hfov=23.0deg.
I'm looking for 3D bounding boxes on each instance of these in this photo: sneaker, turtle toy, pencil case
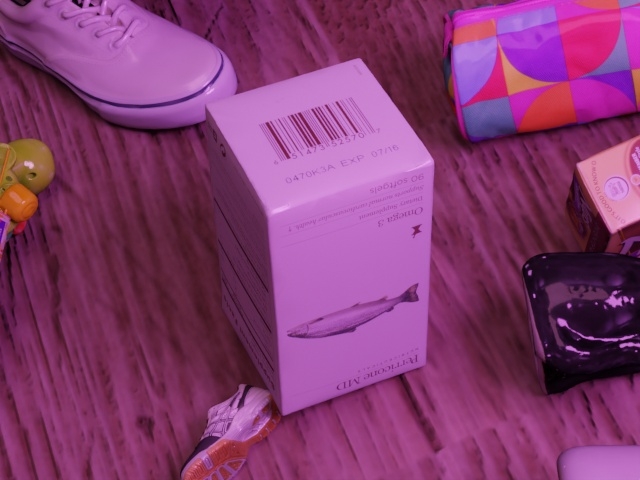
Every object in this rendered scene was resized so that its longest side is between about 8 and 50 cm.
[{"bbox_3d":[-0.177,-0.162,1.210,0.258,0.091,0.094,23,63,32],"label":"sneaker"},{"bbox_3d":[-0.248,-0.030,1.145,0.095,0.066,0.130,38,68,18],"label":"turtle toy"},{"bbox_3d":[-0.062,0.124,0.987,0.037,0.032,0.083,23,53,39],"label":"sneaker"},{"bbox_3d":[0.198,-0.136,1.061,0.236,0.104,0.104,-14,50,9],"label":"pencil case"}]

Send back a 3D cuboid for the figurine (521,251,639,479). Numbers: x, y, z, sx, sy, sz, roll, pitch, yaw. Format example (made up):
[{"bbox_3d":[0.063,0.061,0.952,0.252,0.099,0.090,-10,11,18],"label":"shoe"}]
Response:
[{"bbox_3d":[0.232,0.091,0.881,0.209,0.092,0.215,-9,51,6],"label":"figurine"}]

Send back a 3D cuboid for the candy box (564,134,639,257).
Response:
[{"bbox_3d":[0.246,-0.049,0.962,0.187,0.109,0.053,-25,75,-2],"label":"candy box"}]

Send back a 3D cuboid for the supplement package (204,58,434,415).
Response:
[{"bbox_3d":[0.000,0.000,0.952,0.105,0.179,0.105,-19,48,-15],"label":"supplement package"}]

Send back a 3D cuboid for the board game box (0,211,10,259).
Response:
[{"bbox_3d":[-0.301,0.065,1.060,0.147,0.045,0.193,4,76,21],"label":"board game box"}]
